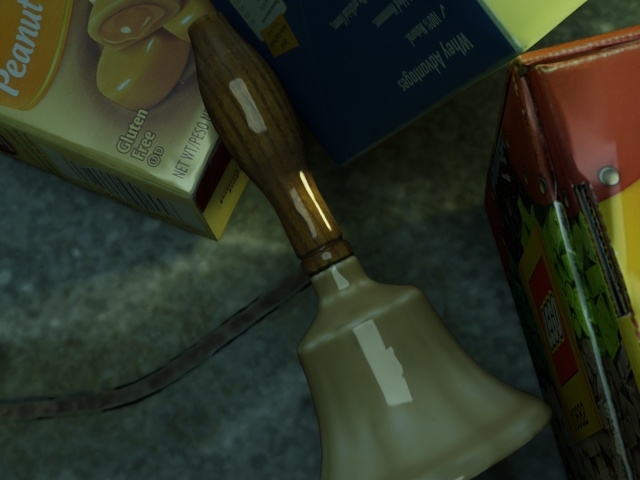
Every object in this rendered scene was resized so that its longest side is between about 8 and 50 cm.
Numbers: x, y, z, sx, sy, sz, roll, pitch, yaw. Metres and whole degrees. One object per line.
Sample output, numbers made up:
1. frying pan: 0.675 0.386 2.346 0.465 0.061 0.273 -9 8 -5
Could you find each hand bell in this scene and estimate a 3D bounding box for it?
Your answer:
1. hand bell: 0.000 0.000 0.496 0.126 0.126 0.242 -26 86 -2

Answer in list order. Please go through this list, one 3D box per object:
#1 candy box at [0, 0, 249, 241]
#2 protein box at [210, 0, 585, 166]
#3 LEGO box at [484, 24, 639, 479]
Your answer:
1. candy box: -0.165 -0.147 0.595 0.316 0.087 0.183 23 75 10
2. protein box: 0.025 -0.166 0.448 0.136 0.200 0.201 -40 95 -18
3. LEGO box: 0.363 0.061 0.435 0.499 0.193 0.373 -14 74 2
